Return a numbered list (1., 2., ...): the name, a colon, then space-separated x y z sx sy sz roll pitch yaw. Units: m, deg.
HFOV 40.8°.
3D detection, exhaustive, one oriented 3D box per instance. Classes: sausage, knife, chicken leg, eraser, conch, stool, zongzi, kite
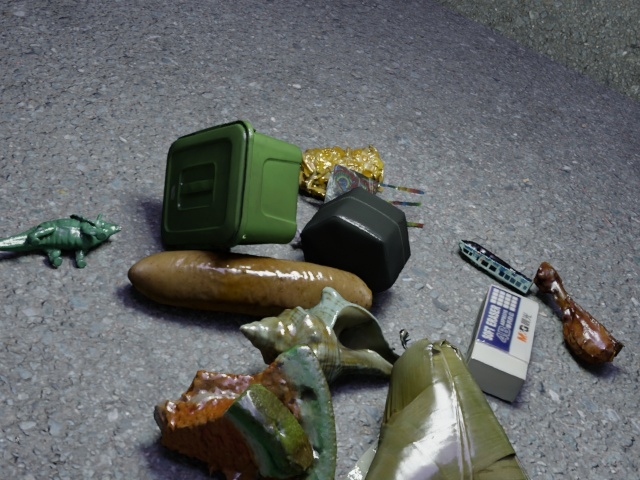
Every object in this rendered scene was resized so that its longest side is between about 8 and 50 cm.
1. sausage: -0.132 0.092 1.729 0.501 0.136 0.123 8 74 -15
2. knife: 0.114 0.379 1.570 0.047 0.017 0.298 37 38 13
3. chicken leg: 0.588 0.169 2.007 0.113 0.093 0.304 12 36 -33
4. eraser: 0.393 0.216 1.864 0.124 0.081 0.279 23 36 5
5. conch: 0.004 0.192 1.646 0.170 0.203 0.386 23 7 40
6. stool: 0.077 0.008 1.865 0.232 0.232 0.141 27 44 9
7. zongzi: 0.134 0.304 1.490 0.418 0.181 0.447 0 47 -29
8. kite: 0.138 -0.095 2.142 0.286 0.152 0.015 8 -1 -25

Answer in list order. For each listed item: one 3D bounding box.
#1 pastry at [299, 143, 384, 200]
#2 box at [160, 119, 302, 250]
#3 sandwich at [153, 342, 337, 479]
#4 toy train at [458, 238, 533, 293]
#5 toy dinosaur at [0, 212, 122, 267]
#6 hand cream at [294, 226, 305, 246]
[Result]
1. pastry: 0.041 -0.164 2.170 0.250 0.102 0.154 -8 76 -23
2. box: -0.185 -0.100 1.786 0.178 0.252 0.329 7 -5 -38
3. sandwich: -0.126 0.290 1.418 0.301 0.162 0.250 -3 71 -1
4. toy train: 0.425 0.060 2.114 0.208 0.047 0.043 34 15 17
5. toy dinosaur: -0.527 0.003 1.710 0.120 0.079 0.292 35 35 29
6. hand cream: 0.000 0.000 2.000 0.142 0.053 0.084 13 34 -36
